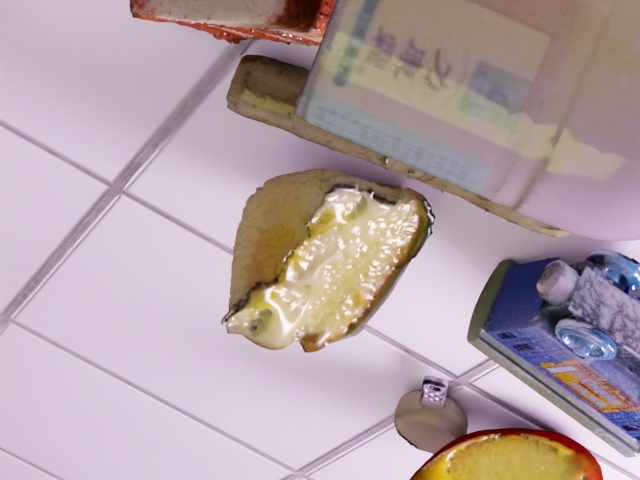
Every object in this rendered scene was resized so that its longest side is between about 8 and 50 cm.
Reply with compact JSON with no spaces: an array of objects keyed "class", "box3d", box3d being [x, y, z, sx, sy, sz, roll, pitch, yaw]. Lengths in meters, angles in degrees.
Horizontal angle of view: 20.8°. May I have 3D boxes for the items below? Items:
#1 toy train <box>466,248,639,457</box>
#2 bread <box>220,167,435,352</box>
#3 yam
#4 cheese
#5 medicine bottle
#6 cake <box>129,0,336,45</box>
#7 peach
[{"class":"toy train","box3d":[0.322,0.118,1.904,0.299,0.131,0.202,36,154,-22]},{"class":"bread","box3d":[-0.005,-0.001,1.907,0.174,0.133,0.251,8,130,-35]},{"class":"yam","box3d":[0.088,-0.099,1.746,0.371,0.083,0.083,22,150,3]},{"class":"cheese","box3d":[0.139,0.220,2.255,0.092,0.047,0.171,3,146,23]},{"class":"medicine bottle","box3d":[0.206,-0.132,1.456,0.406,0.236,0.236,23,150,1]},{"class":"cake","box3d":[-0.064,-0.209,1.587,0.158,0.160,0.262,7,148,19]},{"class":"peach","box3d":[0.230,0.322,2.234,0.267,0.159,0.154,-7,163,10]}]
